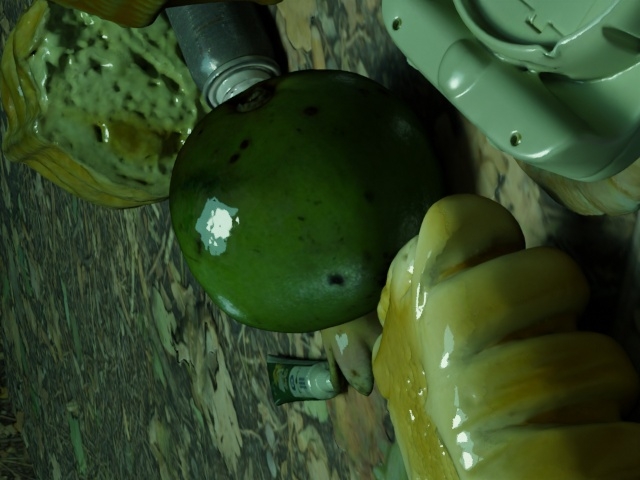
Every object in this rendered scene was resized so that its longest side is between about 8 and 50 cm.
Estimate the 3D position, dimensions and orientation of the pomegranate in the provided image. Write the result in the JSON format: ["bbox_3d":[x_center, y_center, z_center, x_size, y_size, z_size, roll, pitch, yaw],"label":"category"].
[{"bbox_3d":[0.002,-0.001,1.059,0.187,0.187,0.225,35,149,64],"label":"pomegranate"}]

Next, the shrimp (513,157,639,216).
[{"bbox_3d":[0.115,-0.091,0.848,0.254,0.059,0.145,30,138,60],"label":"shrimp"}]

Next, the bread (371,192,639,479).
[{"bbox_3d":[0.121,0.136,0.850,0.173,0.121,0.311,109,145,-62],"label":"bread"}]

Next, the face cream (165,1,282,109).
[{"bbox_3d":[-0.099,-0.212,1.360,0.073,0.073,0.284,106,148,-53],"label":"face cream"}]

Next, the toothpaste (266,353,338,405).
[{"bbox_3d":[-0.017,0.120,1.379,0.204,0.031,0.049,163,97,-73],"label":"toothpaste"}]

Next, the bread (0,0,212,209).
[{"bbox_3d":[-0.202,-0.141,1.532,0.196,0.238,0.252,-61,23,-8],"label":"bread"}]

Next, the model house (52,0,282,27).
[{"bbox_3d":[-0.122,-0.251,1.151,0.268,0.239,0.173,150,108,-71],"label":"model house"}]

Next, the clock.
[{"bbox_3d":[0.119,-0.135,0.707,0.191,0.062,0.151,-58,45,20],"label":"clock"}]
